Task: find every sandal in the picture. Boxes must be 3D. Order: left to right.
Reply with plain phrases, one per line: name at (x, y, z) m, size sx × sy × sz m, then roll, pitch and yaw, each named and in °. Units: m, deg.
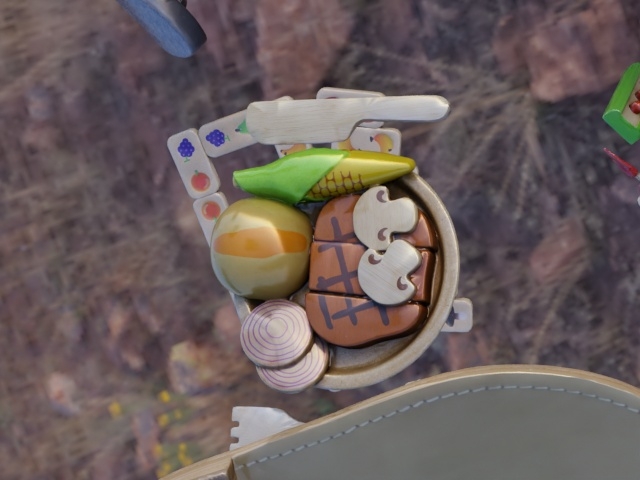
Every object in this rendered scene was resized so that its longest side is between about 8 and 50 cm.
sandal at (-0.165, -0.238, 1.220) m, size 0.254 × 0.054 × 0.097 m, roll 46°, pitch 175°, yaw 44°
sandal at (0.031, 0.090, 0.595) m, size 0.079 × 0.240 × 0.088 m, roll -67°, pitch -41°, yaw -70°

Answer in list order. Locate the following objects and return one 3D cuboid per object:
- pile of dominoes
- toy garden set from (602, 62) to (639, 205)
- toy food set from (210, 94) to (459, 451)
pile of dominoes at (0.000, 0.000, 1.207) m, size 0.040 × 0.196 × 0.251 m, roll -60°, pitch -51°, yaw -71°
toy garden set at (0.395, -0.061, 1.474) m, size 0.244 × 0.204 × 0.049 m, roll 41°, pitch 132°, yaw -6°
toy food set at (0.005, 0.014, 0.728) m, size 0.132 × 0.038 × 0.192 m, roll -3°, pitch 78°, yaw 20°
